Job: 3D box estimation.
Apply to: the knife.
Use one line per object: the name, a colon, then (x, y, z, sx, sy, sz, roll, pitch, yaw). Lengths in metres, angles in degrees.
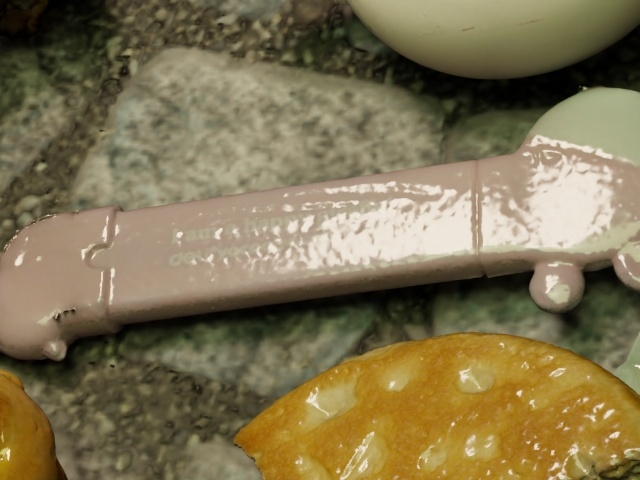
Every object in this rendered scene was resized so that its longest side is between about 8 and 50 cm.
knife: (0.000, 0.000, 1.035, 0.398, 0.038, 0.132, -8, 56, 14)

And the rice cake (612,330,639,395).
rice cake: (0.207, 0.128, 0.890, 0.198, 0.037, 0.189, 27, 70, 29)

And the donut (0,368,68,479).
donut: (-0.257, 0.183, 0.934, 0.317, 0.150, 0.299, -42, 56, -9)

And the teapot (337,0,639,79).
teapot: (0.091, -0.185, 1.060, 0.298, 0.139, 0.204, -13, 59, 9)

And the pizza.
pizza: (0.064, 0.099, 0.920, 0.246, 0.058, 0.127, -13, 40, 32)

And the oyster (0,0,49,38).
oyster: (-0.330, -0.140, 1.203, 0.396, 0.111, 0.204, -20, 38, 6)
